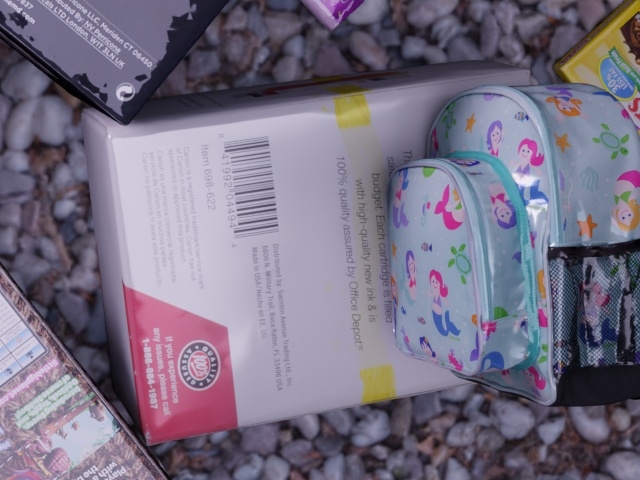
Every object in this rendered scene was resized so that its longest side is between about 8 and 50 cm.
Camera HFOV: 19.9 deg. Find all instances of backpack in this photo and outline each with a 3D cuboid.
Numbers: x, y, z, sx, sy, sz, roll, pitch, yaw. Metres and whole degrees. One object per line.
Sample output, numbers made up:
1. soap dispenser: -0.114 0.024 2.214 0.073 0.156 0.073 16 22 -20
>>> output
1. backpack: 0.161 -0.003 1.476 0.191 0.225 0.254 1 95 -22

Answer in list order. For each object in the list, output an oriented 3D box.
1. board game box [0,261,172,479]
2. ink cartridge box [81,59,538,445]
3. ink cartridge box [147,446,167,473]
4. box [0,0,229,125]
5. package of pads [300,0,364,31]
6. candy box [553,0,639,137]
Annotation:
1. board game box: -0.291 0.184 1.559 0.232 0.141 0.291 -37 95 -6
2. ink cartridge box: 0.000 0.000 1.630 0.384 0.160 0.279 -8 103 -14
3. ink cartridge box: -0.186 0.260 1.680 0.122 0.052 0.088 -27 106 -7
4. box: -0.151 -0.267 1.468 0.182 0.296 0.294 39 88 -18
5. package of pads: -0.001 -0.236 1.656 0.050 0.032 0.083 -45 108 -2
6. candy box: 0.326 -0.125 1.772 0.105 0.027 0.206 -42 108 -2
